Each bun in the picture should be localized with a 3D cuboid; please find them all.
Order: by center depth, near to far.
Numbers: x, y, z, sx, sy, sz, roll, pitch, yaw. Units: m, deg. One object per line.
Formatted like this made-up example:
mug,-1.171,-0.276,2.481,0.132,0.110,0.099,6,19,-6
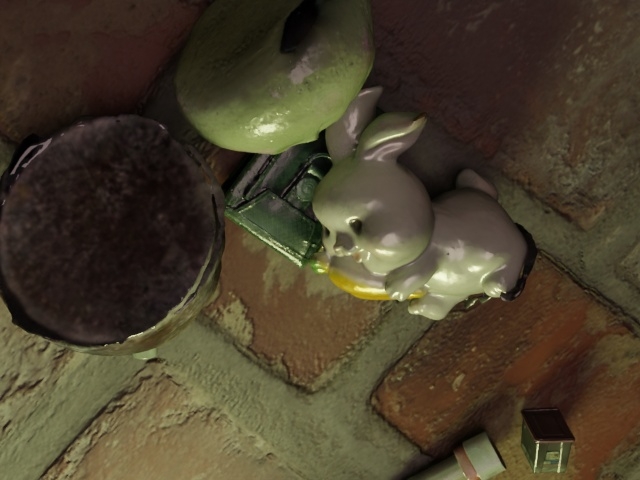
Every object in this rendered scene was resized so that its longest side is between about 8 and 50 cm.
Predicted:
bun,-0.035,-0.212,1.615,0.283,0.283,0.179,-45,125,7

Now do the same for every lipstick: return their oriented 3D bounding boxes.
lipstick,0.171,0.343,1.913,0.186,0.057,0.063,-28,80,8

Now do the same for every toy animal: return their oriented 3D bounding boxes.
toy animal,0.113,-0.029,1.698,0.310,0.183,0.247,31,91,-22

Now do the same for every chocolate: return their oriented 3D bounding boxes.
chocolate,-0.246,0.011,1.673,0.303,0.213,0.303,-2,73,8

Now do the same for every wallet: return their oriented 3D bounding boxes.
wallet,-0.012,-0.097,1.751,0.160,0.055,0.236,36,96,-18

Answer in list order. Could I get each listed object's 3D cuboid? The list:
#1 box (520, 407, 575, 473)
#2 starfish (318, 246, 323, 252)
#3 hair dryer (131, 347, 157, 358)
box,0.321,0.287,1.900,0.060,0.084,0.063,-2,115,-8
starfish,0.000,0.000,1.805,0.092,0.016,0.086,14,106,-14
hair dryer,-0.283,0.127,1.797,0.124,0.038,0.063,0,107,-1
